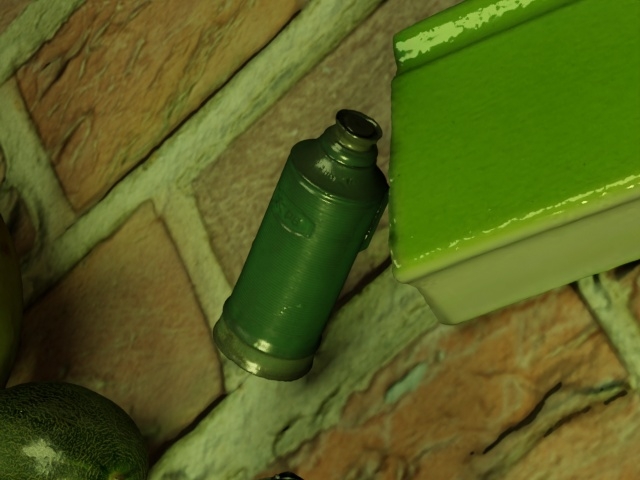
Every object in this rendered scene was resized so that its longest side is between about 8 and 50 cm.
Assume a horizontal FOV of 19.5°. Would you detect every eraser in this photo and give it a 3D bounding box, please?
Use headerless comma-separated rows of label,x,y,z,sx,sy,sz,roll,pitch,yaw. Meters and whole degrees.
eraser,0.172,-0.085,1.172,0.274,0.092,0.210,-20,52,29

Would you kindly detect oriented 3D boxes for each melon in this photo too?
melon,-0.188,0.156,1.316,0.167,0.114,0.114,10,72,47

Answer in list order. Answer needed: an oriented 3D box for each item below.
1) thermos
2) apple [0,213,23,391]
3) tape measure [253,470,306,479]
thermos,-0.003,0.001,1.228,0.073,0.083,0.188,-93,22,-56
apple,-0.392,0.063,1.415,0.338,0.338,0.305,-44,64,10
tape measure,-0.014,0.233,1.124,0.181,0.107,0.182,10,72,41
